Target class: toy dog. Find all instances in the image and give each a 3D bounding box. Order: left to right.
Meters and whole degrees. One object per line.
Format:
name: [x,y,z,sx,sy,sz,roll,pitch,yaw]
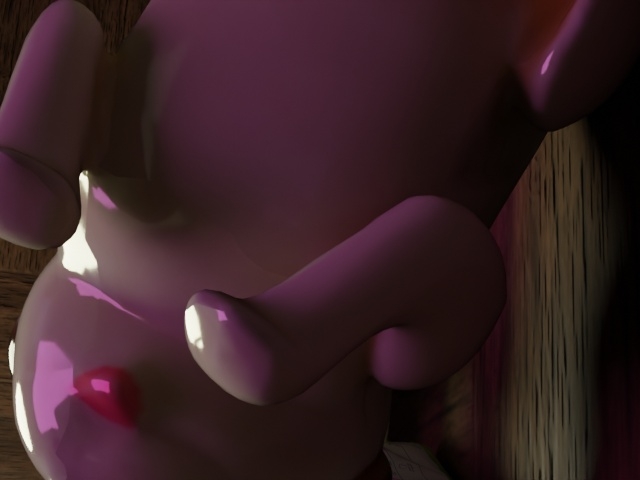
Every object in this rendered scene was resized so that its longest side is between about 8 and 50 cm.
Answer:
toy dog: [-0.028,-0.027,0.664,0.407,0.285,0.395,-64,-4,7]

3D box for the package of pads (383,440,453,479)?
package of pads: [0.043,0.261,0.782,0.296,0.101,0.229,-133,49,-77]
